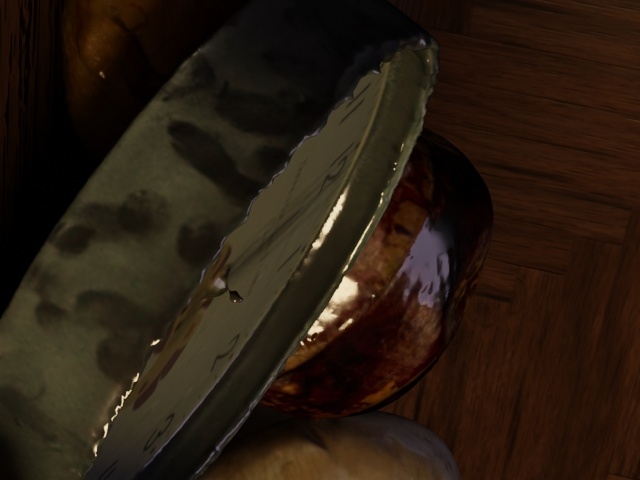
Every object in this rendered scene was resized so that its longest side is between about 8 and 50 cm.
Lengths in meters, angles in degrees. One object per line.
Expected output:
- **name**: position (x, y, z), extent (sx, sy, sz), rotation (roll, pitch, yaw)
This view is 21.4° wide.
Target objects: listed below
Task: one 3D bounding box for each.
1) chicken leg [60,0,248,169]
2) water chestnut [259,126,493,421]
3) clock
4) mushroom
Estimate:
- **chicken leg**: position (-0.084, -0.051, 0.800), extent (0.107, 0.087, 0.251), rotation (-44, 159, -41)
- **water chestnut**: position (0.000, 0.000, 1.135), extent (0.223, 0.238, 0.224), rotation (-37, -144, 32)
- **clock**: position (-0.052, 0.020, 0.772), extent (0.312, 0.061, 0.312), rotation (-53, 170, -14)
- **mushroom**: position (-0.025, 0.176, 1.252), extent (0.243, 0.243, 0.243), rotation (12, 90, -84)
